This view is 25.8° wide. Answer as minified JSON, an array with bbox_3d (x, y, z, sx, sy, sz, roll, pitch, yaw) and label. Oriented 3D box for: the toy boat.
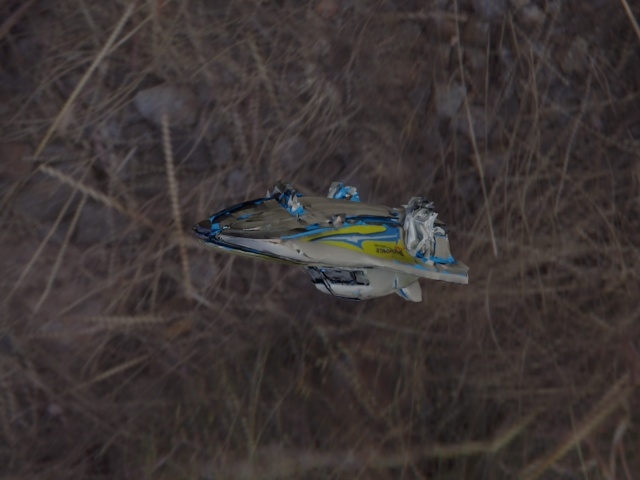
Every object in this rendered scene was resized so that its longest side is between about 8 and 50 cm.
[{"bbox_3d":[0.000,0.000,0.775,0.084,0.210,0.066,11,94,37],"label":"toy boat"}]
